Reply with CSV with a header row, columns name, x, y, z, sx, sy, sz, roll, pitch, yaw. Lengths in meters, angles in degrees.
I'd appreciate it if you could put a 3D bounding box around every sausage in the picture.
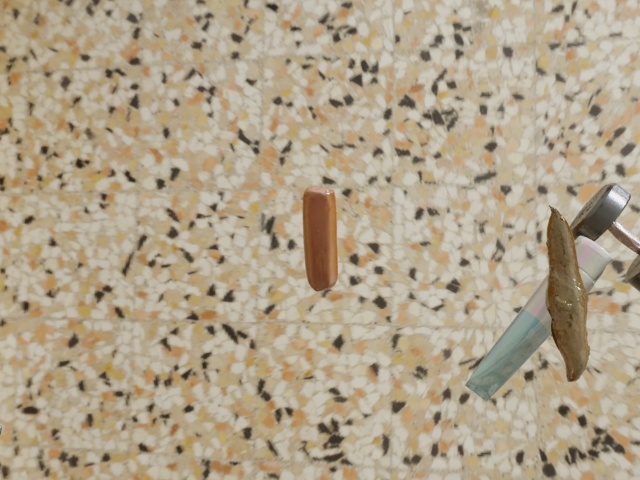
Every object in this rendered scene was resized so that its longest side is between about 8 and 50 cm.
name,x,y,z,sx,sy,sz,roll,pitch,yaw
sausage,0.000,0.000,0.946,0.041,0.039,0.131,-1,111,2

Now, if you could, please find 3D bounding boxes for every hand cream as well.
name,x,y,z,sx,sy,sz,roll,pitch,yaw
hand cream,0.353,0.133,1.291,0.070,0.111,0.312,37,89,38

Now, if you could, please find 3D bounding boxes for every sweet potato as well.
name,x,y,z,sx,sy,sz,roll,pitch,yaw
sweet potato,0.371,0.081,1.200,0.067,0.067,0.274,-8,91,12

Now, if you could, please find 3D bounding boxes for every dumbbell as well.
name,x,y,z,sx,sy,sz,roll,pitch,yaw
dumbbell,0.671,-0.006,1.726,0.218,0.152,0.152,39,94,6

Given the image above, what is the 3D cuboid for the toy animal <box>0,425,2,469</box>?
name,x,y,z,sx,sy,sz,roll,pitch,yaw
toy animal,-0.407,0.266,0.833,0.148,0.084,0.233,-13,60,-19
